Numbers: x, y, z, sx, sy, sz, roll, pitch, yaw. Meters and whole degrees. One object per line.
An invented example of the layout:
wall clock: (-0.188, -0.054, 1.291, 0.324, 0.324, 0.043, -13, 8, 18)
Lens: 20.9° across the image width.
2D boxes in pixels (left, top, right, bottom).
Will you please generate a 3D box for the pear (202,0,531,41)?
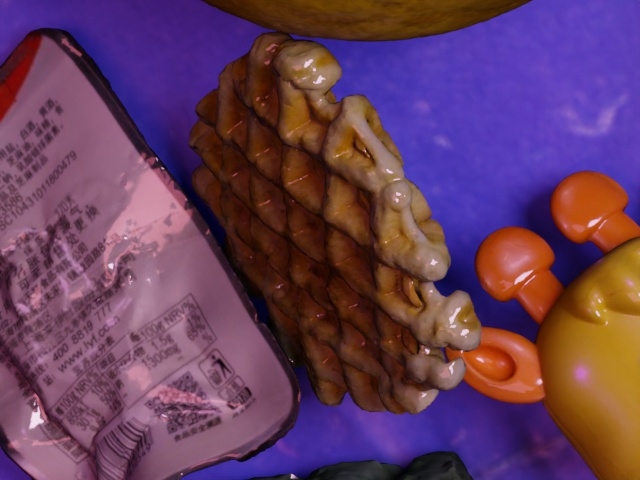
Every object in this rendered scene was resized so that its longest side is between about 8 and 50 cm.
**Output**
pear: (0.024, -0.208, 0.649, 0.321, 0.269, 0.269, 7, 103, 26)

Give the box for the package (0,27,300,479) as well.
package: (-0.116, 0.031, 0.833, 0.166, 0.040, 0.232, -43, 71, 21)

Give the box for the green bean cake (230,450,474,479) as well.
green bean cake: (0.067, 0.257, 0.768, 0.300, 0.169, 0.308, -9, 97, 19)

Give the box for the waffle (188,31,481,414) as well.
waffle: (0.000, 0.000, 0.749, 0.036, 0.183, 0.169, -28, 86, -22)

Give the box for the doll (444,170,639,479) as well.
doll: (0.159, 0.068, 0.735, 0.143, 0.135, 0.221, -39, 81, -12)
